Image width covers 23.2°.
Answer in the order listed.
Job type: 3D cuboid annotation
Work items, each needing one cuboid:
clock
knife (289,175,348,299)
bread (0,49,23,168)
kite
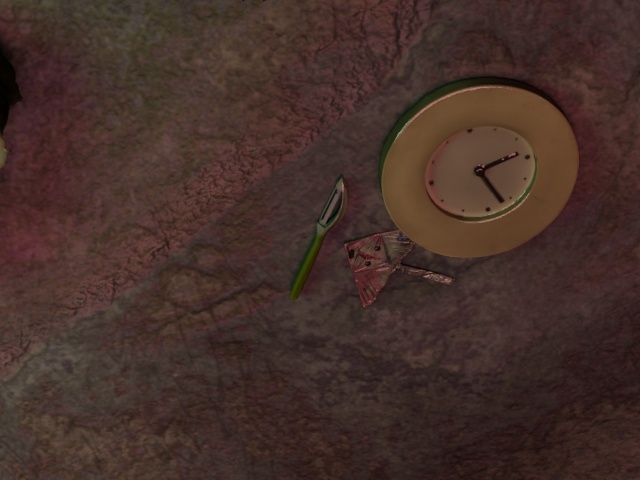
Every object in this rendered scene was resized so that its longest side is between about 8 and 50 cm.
[{"bbox_3d":[0.183,-0.083,1.809,0.235,0.029,0.235,-4,125,-6],"label":"clock"},{"bbox_3d":[0.000,0.000,1.854,0.026,0.022,0.184,29,122,6],"label":"knife"},{"bbox_3d":[-0.490,-0.091,1.669,0.382,0.129,0.366,-23,123,10],"label":"bread"},{"bbox_3d":[0.092,0.034,1.899,0.152,0.005,0.137,25,119,-22],"label":"kite"}]
